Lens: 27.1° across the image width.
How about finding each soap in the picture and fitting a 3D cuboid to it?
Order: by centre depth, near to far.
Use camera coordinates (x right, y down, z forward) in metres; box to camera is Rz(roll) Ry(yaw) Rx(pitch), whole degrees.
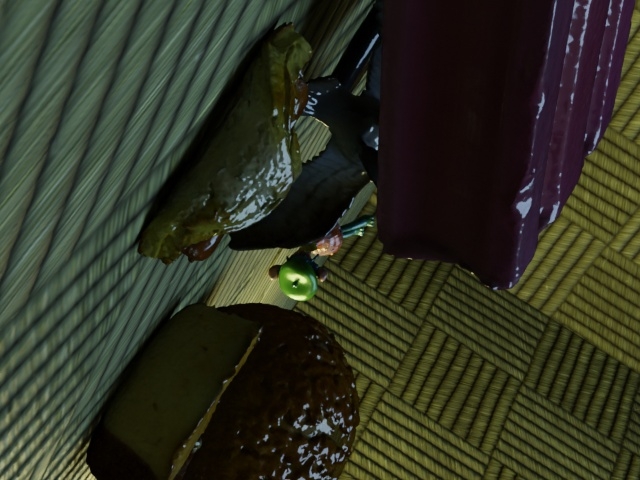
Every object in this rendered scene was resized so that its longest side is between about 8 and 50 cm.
[{"bbox_3d":[0.142,-0.170,0.919,0.233,0.128,0.359,-55,157,-37],"label":"soap"}]

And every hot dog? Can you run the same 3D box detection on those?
[{"bbox_3d":[-0.043,-0.049,0.811,0.169,0.061,0.078,-57,179,4],"label":"hot dog"}]

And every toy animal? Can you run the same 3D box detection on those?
[{"bbox_3d":[0.050,-0.066,1.125,0.272,0.197,0.160,-53,174,1],"label":"toy animal"},{"bbox_3d":[0.000,0.000,2.002,0.208,0.100,0.103,-43,146,-44],"label":"toy animal"}]

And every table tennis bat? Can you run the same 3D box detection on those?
[{"bbox_3d":[0.065,-0.217,1.273,0.236,0.027,0.150,-57,180,27],"label":"table tennis bat"}]

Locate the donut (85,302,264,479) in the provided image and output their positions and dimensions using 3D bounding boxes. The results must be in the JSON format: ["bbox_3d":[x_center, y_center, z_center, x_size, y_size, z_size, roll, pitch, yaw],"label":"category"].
[{"bbox_3d":[-0.141,0.155,1.171,0.217,0.085,0.141,-59,177,20],"label":"donut"}]

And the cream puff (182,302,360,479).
[{"bbox_3d":[-0.074,0.213,1.400,0.303,0.212,0.303,-60,-167,23],"label":"cream puff"}]

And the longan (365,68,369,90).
[{"bbox_3d":[0.133,-0.186,1.443,0.185,0.159,0.204,69,40,-79],"label":"longan"}]
